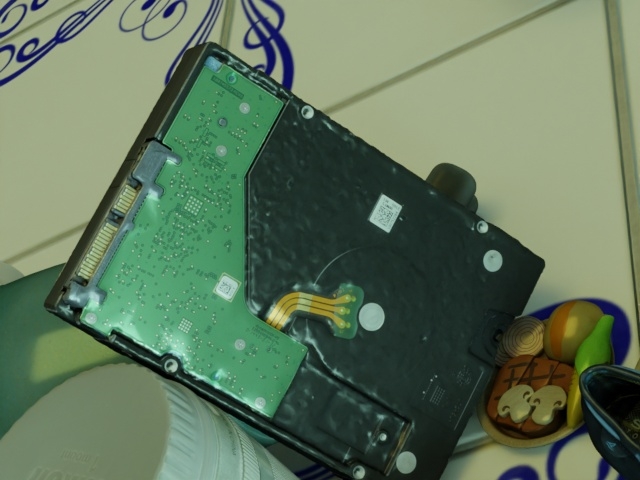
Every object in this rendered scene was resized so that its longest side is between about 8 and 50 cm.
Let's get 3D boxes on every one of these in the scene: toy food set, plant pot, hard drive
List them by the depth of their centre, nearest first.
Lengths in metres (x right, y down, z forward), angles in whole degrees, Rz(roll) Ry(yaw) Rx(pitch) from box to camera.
[{"bbox_3d":[-0.012,0.033,1.229,0.237,0.339,0.064,-63,21,-11],"label":"hard drive"},{"bbox_3d":[0.174,0.103,1.252,0.192,0.038,0.132,4,57,47],"label":"toy food set"},{"bbox_3d":[-0.166,0.126,1.360,0.255,0.271,0.272,-26,39,24],"label":"plant pot"}]

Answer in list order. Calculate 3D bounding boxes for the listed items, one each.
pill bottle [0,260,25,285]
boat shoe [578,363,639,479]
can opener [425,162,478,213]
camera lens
[{"bbox_3d":[-0.372,0.140,1.665,0.136,0.136,0.246,-24,40,25],"label":"pill bottle"},{"bbox_3d":[0.266,0.157,1.062,0.258,0.089,0.109,16,64,47],"label":"boat shoe"},{"bbox_3d":[0.069,0.063,1.387,0.093,0.074,0.280,23,69,16],"label":"can opener"},{"bbox_3d":[-0.102,0.246,1.174,0.219,0.274,0.219,-26,39,23],"label":"camera lens"}]
